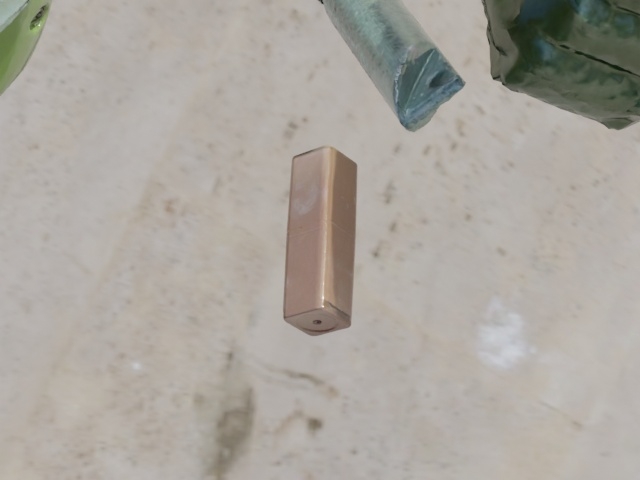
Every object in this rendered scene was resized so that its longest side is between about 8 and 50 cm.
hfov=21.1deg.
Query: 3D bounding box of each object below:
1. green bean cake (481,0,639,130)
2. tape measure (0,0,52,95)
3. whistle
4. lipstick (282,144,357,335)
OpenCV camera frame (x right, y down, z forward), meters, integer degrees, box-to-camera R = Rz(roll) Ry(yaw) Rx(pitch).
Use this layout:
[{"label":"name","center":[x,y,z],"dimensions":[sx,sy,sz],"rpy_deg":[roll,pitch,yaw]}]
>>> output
[{"label":"green bean cake","center":[0.233,-0.269,1.171],"dimensions":[0.308,0.169,0.300],"rpy_deg":[-44,35,47]},{"label":"tape measure","center":[-0.195,-0.086,0.688],"dimensions":[0.200,0.175,0.106],"rpy_deg":[-40,64,-2]},{"label":"whistle","center":[0.043,-0.185,1.432],"dimensions":[0.062,0.062,0.312],"rpy_deg":[-44,36,11]},{"label":"lipstick","center":[0.000,0.000,1.358],"dimensions":[0.045,0.045,0.145],"rpy_deg":[-19,55,34]}]
